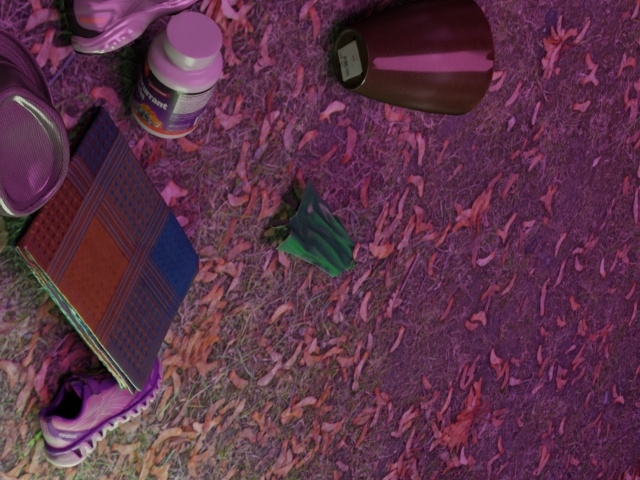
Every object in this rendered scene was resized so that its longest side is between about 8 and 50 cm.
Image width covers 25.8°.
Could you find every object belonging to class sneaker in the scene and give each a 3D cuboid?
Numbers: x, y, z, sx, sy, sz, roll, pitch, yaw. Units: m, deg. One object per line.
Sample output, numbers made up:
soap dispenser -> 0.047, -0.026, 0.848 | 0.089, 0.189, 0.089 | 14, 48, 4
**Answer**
sneaker -> -0.344, 0.240, 2.162 | 0.236, 0.095, 0.104 | -42, 130, -28
sneaker -> -0.246, -0.363, 1.952 | 0.271, 0.100, 0.108 | -41, 131, -31

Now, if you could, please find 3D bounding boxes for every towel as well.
towel -> -0.307, 0.020, 2.076 | 0.271, 0.040, 0.370 | -67, 146, -31

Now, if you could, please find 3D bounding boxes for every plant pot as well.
plant pot -> 0.143, -0.315, 2.400 | 0.230, 0.215, 0.215 | -8, 116, -33

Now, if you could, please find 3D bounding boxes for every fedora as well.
fedora -> -0.421, -0.136, 1.828 | 0.244, 0.124, 0.275 | -36, 134, -36

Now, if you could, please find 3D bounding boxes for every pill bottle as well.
pill bottle -> -0.201, -0.238, 1.992 | 0.108, 0.108, 0.193 | -39, 170, -32

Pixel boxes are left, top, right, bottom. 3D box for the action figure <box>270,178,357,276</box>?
action figure -> 0.000, 0.000, 2.483 | 0.232, 0.063, 0.137 | 41, 74, -49
